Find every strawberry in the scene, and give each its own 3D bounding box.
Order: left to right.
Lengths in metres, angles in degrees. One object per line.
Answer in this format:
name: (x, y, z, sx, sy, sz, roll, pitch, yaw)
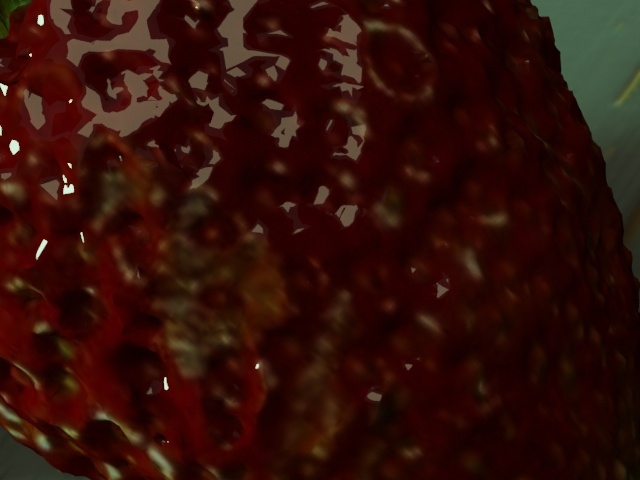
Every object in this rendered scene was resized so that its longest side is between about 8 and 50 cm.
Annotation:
strawberry: (0.000, 0.000, 0.542, 0.277, 0.257, 0.257, 43, 70, 14)

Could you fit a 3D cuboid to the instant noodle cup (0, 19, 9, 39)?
instant noodle cup: (-0.227, -0.154, 0.855, 0.213, 0.174, 0.213, -15, 42, 13)
